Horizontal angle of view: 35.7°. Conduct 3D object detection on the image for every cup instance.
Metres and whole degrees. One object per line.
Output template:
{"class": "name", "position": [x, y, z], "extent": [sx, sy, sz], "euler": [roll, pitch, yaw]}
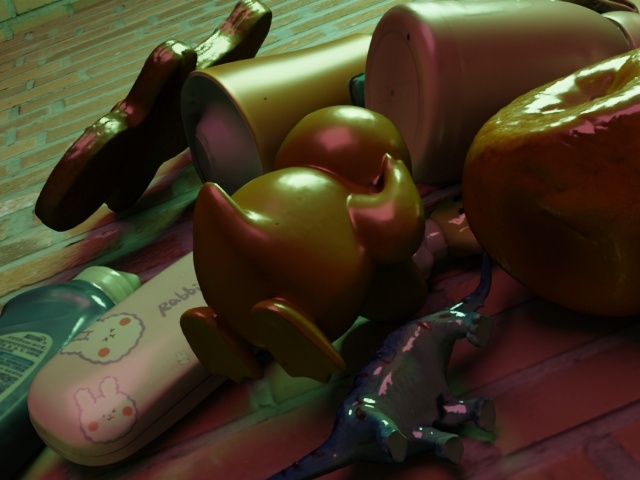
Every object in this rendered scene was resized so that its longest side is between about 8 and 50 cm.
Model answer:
{"class": "cup", "position": [-0.041, -0.143, 1.217], "extent": [0.264, 0.182, 0.226], "euler": [-26, -5, -27]}

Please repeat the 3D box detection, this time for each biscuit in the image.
{"class": "biscuit", "position": [-0.214, -0.158, 1.248], "extent": [0.064, 0.283, 0.432], "euler": [37, 46, 6]}

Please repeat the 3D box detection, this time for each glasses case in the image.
{"class": "glasses case", "position": [-0.128, 0.087, 0.898], "extent": [0.113, 0.075, 0.297], "euler": [27, 49, 30]}

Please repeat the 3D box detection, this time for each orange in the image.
{"class": "orange", "position": [0.246, -0.048, 0.787], "extent": [0.249, 0.183, 0.249], "euler": [-24, 14, 6]}

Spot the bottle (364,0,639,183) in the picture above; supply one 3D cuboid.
{"class": "bottle", "position": [0.203, -0.166, 0.983], "extent": [0.296, 0.173, 0.206], "euler": [-6, 63, -17]}

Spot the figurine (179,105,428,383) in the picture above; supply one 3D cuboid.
{"class": "figurine", "position": [-0.007, -0.001, 0.826], "extent": [0.215, 0.215, 0.228], "euler": [7, 22, 41]}

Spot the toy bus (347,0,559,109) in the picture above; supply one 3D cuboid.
{"class": "toy bus", "position": [0.176, -0.182, 1.134], "extent": [0.256, 0.128, 0.147], "euler": [-28, 17, -15]}

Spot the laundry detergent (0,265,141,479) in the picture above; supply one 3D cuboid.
{"class": "laundry detergent", "position": [-0.279, 0.120, 0.946], "extent": [0.143, 0.094, 0.290], "euler": [5, 32, 30]}

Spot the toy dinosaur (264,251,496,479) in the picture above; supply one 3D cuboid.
{"class": "toy dinosaur", "position": [0.066, 0.116, 0.733], "extent": [0.329, 0.076, 0.144], "euler": [-43, 23, -22]}

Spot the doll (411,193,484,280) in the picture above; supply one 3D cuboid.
{"class": "doll", "position": [0.126, -0.011, 0.940], "extent": [0.162, 0.062, 0.106], "euler": [-25, 23, -7]}
